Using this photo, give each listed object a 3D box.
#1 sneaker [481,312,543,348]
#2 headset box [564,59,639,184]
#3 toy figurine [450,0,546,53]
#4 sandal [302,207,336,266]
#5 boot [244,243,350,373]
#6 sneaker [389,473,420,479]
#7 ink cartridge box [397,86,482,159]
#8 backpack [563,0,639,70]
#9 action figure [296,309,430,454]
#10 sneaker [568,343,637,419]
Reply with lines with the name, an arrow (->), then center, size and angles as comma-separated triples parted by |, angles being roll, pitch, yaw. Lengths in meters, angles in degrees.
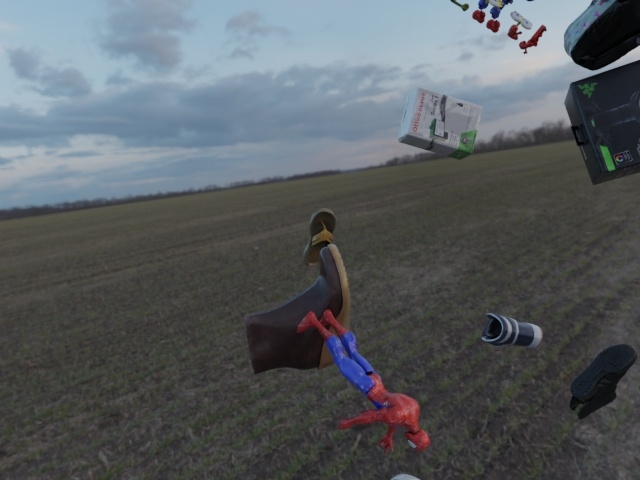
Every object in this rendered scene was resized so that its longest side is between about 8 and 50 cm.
sneaker -> 0.569, 0.293, 1.565 | 0.153, 0.099, 0.282 | 12, -11, -11
headset box -> 0.764, -0.296, 1.170 | 0.282, 0.247, 0.131 | -15, -12, 18
toy figurine -> 0.476, -0.683, 1.229 | 0.217, 0.362, 0.191 | -51, -13, 15
sandal -> 0.000, 0.000, 1.244 | 0.072, 0.180, 0.049 | 3, 32, -24
boot -> -0.047, 0.138, 0.945 | 0.206, 0.249, 0.090 | -5, 6, -6
sneaker -> 0.127, 0.492, 0.637 | 0.127, 0.322, 0.126 | -11, -3, -43
ink cartridge box -> 0.370, -0.363, 1.497 | 0.219, 0.161, 0.092 | 14, -5, -8
backpack -> 0.662, -0.489, 1.111 | 0.182, 0.151, 0.115 | -46, 21, 38
action figure -> 0.059, 0.259, 0.812 | 0.280, 0.139, 0.091 | 41, 22, 31
sneaker -> 0.548, 0.276, 0.933 | 0.170, 0.089, 0.051 | -46, 32, 12
